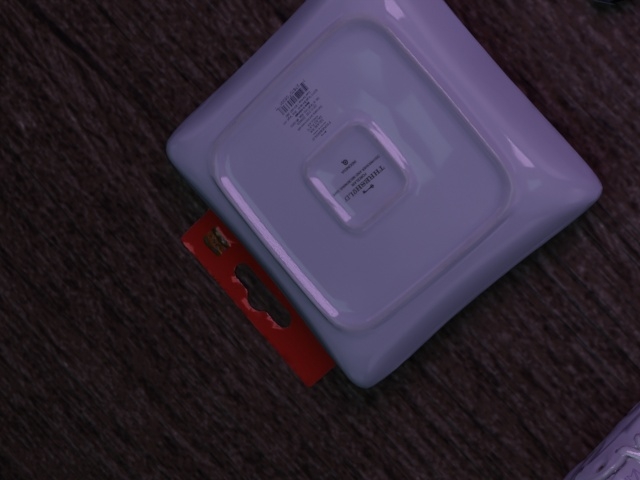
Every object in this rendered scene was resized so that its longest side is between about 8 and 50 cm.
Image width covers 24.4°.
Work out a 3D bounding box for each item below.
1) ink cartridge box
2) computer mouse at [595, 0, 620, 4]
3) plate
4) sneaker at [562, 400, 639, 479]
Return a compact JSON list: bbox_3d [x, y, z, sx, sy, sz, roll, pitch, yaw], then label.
[{"bbox_3d":[0.000,0.000,1.272,0.232,0.066,0.189,-43,85,21],"label":"ink cartridge box"},{"bbox_3d":[0.132,-0.295,1.140,0.272,0.072,0.189,11,105,7],"label":"computer mouse"},{"bbox_3d":[0.035,-0.055,1.190,0.277,0.045,0.278,-42,85,25],"label":"plate"},{"bbox_3d":[0.282,0.172,1.144,0.114,0.152,0.305,42,113,10],"label":"sneaker"}]
